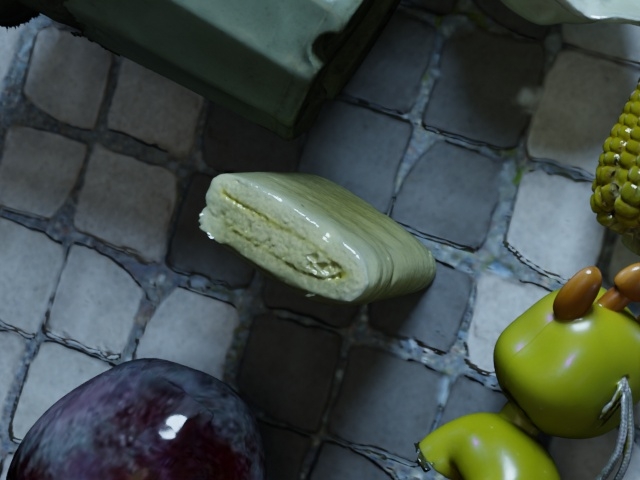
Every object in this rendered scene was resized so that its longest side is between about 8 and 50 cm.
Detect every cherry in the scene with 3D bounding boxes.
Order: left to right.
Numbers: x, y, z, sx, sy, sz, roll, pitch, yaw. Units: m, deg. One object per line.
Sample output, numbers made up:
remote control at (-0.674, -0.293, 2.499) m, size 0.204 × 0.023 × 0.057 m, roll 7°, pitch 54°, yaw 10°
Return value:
cherry at (-0.131, 0.177, 1.390) m, size 0.195 × 0.195 × 0.195 m, roll -1°, pitch 86°, yaw 17°

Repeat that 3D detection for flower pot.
flower pot at (-0.077, -0.213, 1.361) m, size 0.259 × 0.290 × 0.290 m, roll 35°, pitch 97°, yaw 5°

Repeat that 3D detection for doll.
doll at (0.169, 0.105, 1.324) m, size 0.221 × 0.143 × 0.135 m, roll -48°, pitch 40°, yaw 10°

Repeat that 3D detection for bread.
bread at (-0.001, 0.000, 1.356) m, size 0.139 × 0.178 × 0.060 m, roll 34°, pitch 101°, yaw 17°

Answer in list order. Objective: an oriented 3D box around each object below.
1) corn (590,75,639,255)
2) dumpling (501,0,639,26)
corn at (0.281, -0.117, 1.315) m, size 0.101 × 0.101 × 0.310 m, roll 30°, pitch 97°, yaw 17°
dumpling at (0.147, -0.218, 1.331) m, size 0.229 × 0.151 × 0.124 m, roll 52°, pitch 134°, yaw 38°
